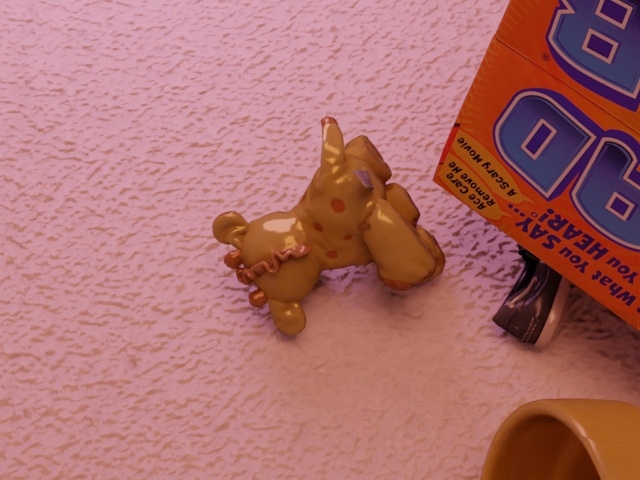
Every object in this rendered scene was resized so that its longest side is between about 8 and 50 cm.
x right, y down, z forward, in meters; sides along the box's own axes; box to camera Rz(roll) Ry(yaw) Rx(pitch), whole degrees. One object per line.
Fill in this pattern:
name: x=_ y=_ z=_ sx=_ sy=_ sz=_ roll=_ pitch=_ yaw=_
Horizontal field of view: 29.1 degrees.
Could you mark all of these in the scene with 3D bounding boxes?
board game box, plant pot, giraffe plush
board game box: x=0.387 y=-0.152 z=1.119 sx=0.356 sy=0.356 sz=0.356 roll=38 pitch=47 yaw=17
plant pot: x=0.287 y=0.259 z=1.022 sx=0.239 sy=0.254 sz=0.254 roll=3 pitch=59 yaw=-18
giraffe plush: x=0.000 y=0.000 z=1.206 sx=0.170 sy=0.210 sz=0.181 roll=-34 pitch=67 yaw=13

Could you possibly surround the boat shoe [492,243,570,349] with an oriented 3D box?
boat shoe: x=0.227 y=0.007 z=1.245 sx=0.065 sy=0.075 sz=0.206 roll=18 pitch=66 yaw=5
